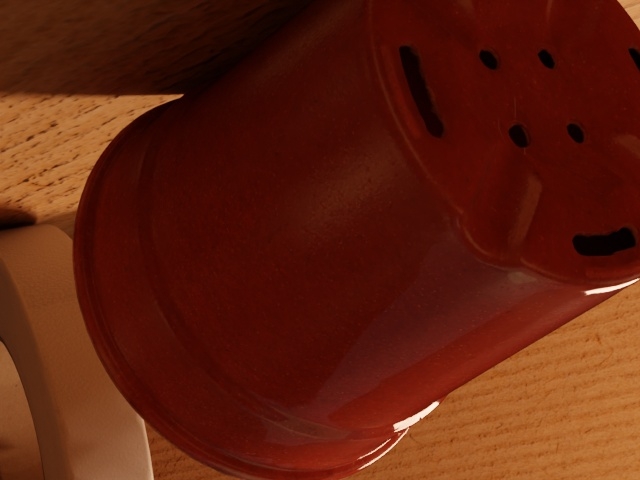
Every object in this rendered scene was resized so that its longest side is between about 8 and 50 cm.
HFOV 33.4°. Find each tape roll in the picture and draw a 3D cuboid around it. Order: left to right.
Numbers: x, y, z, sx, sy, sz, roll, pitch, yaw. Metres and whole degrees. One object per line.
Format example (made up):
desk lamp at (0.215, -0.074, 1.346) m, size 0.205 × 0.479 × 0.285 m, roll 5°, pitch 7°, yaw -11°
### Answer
tape roll at (-0.255, 0.178, 0.988) m, size 0.072 × 0.392 × 0.392 m, roll -11°, pitch 172°, yaw -28°

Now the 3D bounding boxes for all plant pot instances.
plant pot at (0.036, -0.023, 0.596) m, size 0.272 × 0.272 × 0.265 m, roll -9°, pitch 164°, yaw -37°
